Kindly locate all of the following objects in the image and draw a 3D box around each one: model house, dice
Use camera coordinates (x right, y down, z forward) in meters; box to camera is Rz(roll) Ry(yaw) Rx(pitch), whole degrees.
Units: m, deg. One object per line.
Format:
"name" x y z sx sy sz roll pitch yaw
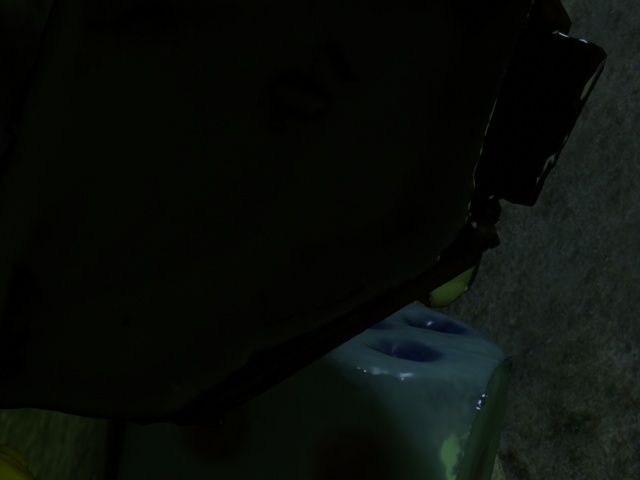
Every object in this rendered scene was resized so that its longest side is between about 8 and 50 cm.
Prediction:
"model house" -0.009 -0.027 0.573 0.282 0.297 0.317 -5 113 -75
"dice" 0.002 0.189 0.774 0.264 0.262 0.268 -16 117 -69

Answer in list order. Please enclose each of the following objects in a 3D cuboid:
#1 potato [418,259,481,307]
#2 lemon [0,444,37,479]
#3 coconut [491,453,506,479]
"potato" 0.154 -0.064 1.537 0.280 0.212 0.330 -15 121 -56
"lemon" -0.168 0.172 0.346 0.173 0.173 0.206 61 46 -66
"coconut" 0.094 0.320 1.210 0.254 0.297 0.297 8 88 -64
